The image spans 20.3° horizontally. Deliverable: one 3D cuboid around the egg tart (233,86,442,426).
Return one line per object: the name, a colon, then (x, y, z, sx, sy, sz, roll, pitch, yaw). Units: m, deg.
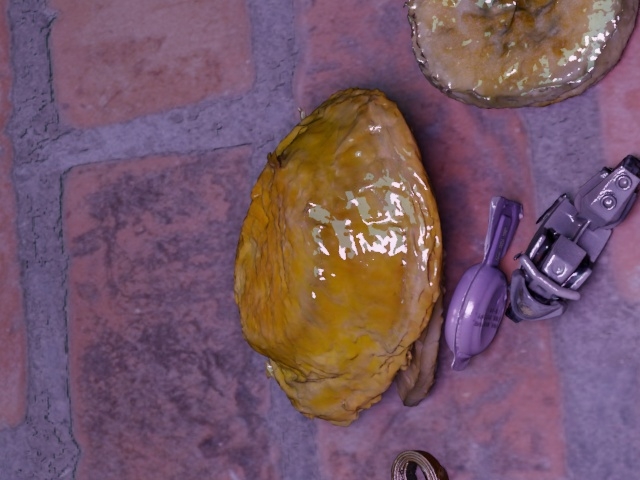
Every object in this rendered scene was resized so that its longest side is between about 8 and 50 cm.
egg tart: (0.000, 0.000, 1.904, 0.351, 0.153, 0.339, -48, 47, 51)

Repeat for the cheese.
cheese: (0.173, 0.048, 1.887, 0.042, 0.105, 0.191, 19, 91, 23)

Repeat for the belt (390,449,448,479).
belt: (0.111, 0.269, 1.946, 0.059, 0.036, 0.083, -20, 77, 20)

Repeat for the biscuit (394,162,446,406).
biscuit: (0.102, 0.033, 1.919, 0.141, 0.038, 0.290, 157, 111, -72)

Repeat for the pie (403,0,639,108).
pie: (0.211, -0.263, 1.913, 0.274, 0.055, 0.274, -2, 85, 29)

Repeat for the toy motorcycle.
toy motorcycle: (0.255, 0.002, 1.834, 0.080, 0.122, 0.215, 36, 106, -1)
